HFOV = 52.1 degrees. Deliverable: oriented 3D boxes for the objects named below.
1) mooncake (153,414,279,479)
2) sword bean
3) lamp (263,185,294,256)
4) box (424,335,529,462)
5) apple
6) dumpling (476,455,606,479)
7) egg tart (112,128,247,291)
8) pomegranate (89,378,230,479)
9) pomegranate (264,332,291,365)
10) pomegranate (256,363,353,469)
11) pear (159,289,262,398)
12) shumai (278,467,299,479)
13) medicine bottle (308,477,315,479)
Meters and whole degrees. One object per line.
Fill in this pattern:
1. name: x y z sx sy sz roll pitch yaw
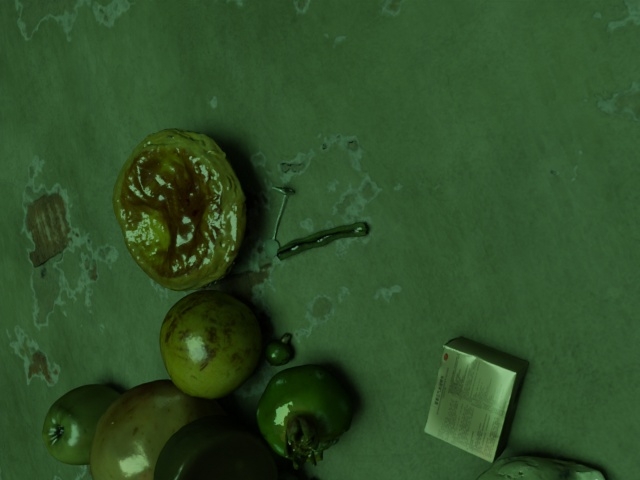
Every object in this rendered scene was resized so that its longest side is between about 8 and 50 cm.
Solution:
1. mooncake: -0.251 0.562 1.558 0.155 0.284 0.285 7 101 55
2. sword bean: 0.000 0.000 1.615 0.269 0.038 0.043 -17 82 32
3. lamp: -0.117 -0.046 1.680 0.050 0.056 0.198 25 112 25
4. box: 0.331 0.338 1.409 0.168 0.095 0.212 18 105 29
5. apple: -0.727 0.576 2.053 0.262 0.262 0.263 5 99 33
6. dumpling: 0.422 0.566 1.323 0.318 0.187 0.243 -16 104 -5
7. egg tart: -0.354 -0.083 1.753 0.443 0.178 0.443 4 99 30
8. pomegranate: -0.412 0.574 1.754 0.411 0.411 0.412 5 99 33
9. pomegranate: -0.111 0.285 1.709 0.073 0.073 0.085 -14 71 34
10. pomegranate: -0.044 0.422 1.549 0.235 0.302 0.236 1 96 7
11. pear: -0.284 0.270 1.701 0.280 0.280 0.281 5 99 33
12. shumai: -0.156 0.718 1.749 0.225 0.222 0.261 33 81 15
13. medicine bottle: 0.050 0.675 1.661 0.208 0.053 0.090 23 109 32
